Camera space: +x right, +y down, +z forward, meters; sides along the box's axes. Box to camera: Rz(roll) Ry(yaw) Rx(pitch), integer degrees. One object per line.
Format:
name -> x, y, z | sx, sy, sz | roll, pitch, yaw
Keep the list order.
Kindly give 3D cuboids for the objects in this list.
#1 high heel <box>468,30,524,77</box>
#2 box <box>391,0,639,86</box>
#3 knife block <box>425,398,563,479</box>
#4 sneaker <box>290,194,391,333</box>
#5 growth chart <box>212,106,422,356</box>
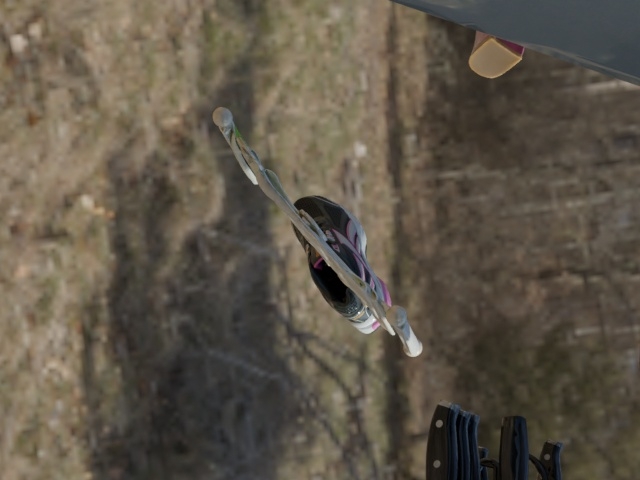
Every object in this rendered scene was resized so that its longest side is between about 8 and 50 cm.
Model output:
high heel -> 0.227, -0.243, 1.371 | 0.244, 0.082, 0.117 | -41, -156, 50
box -> 0.083, -0.183, 0.607 | 0.103, 0.261, 0.184 | 57, 54, -76
knife block -> 0.112, 0.256, 1.066 | 0.276, 0.088, 0.242 | -46, 121, -55
sneaker -> 0.014, 0.015, 1.648 | 0.077, 0.072, 0.178 | 28, 23, -54
growth chart -> 0.000, 0.000, 1.224 | 0.237, 0.021, 0.172 | 49, -2, 8
